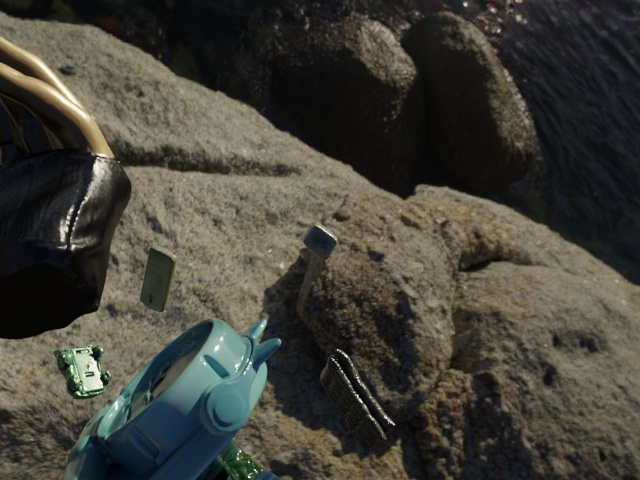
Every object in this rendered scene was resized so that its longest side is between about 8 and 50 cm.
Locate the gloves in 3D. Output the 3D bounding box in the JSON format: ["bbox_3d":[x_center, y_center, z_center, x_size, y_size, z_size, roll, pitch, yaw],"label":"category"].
[{"bbox_3d":[-0.276,-0.060,0.475,0.197,0.152,0.301,-19,74,5],"label":"gloves"}]

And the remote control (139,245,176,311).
[{"bbox_3d":[-0.541,0.128,1.800,0.098,0.234,0.038,26,28,12],"label":"remote control"}]

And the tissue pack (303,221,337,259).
[{"bbox_3d":[0.000,0.000,1.228,0.074,0.094,0.059,38,95,-3],"label":"tissue pack"}]

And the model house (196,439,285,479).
[{"bbox_3d":[-0.196,0.505,0.987,0.382,0.342,0.334,47,55,3],"label":"model house"}]

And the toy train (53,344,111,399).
[{"bbox_3d":[-0.558,0.300,1.257,0.099,0.081,0.149,-1,54,-50],"label":"toy train"}]

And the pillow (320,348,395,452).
[{"bbox_3d":[0.113,0.542,1.832,0.101,0.228,0.326,-28,68,-24],"label":"pillow"}]

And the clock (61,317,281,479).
[{"bbox_3d":[-0.167,0.188,0.638,0.274,0.223,0.094,-44,104,-9],"label":"clock"}]
